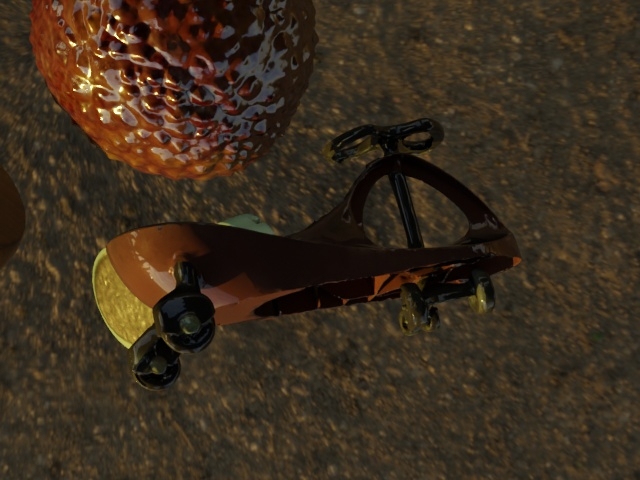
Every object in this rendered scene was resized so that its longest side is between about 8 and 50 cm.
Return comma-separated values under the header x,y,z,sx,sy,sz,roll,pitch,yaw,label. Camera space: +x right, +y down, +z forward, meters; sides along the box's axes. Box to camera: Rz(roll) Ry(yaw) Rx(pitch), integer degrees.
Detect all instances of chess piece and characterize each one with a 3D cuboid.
x,y,z,sx,sy,sz,roll,pitch,yaw,label
-0.072,0.017,0.571,0.103,0.067,0.067,-25,110,-45,chess piece

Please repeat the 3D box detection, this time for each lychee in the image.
x,y,z,sx,sy,sz,roll,pitch,yaw,label
-0.125,-0.179,0.895,0.261,0.260,0.260,-3,102,-13,lychee

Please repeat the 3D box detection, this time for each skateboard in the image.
x,y,z,sx,sy,sz,roll,pitch,yaw,label
0.000,0.000,0.357,0.151,0.067,0.080,-7,73,-22,skateboard

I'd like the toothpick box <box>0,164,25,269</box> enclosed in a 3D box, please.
x,y,z,sx,sy,sz,roll,pitch,yaw,label
-0.432,0.027,0.958,0.294,0.192,0.192,-33,109,19,toothpick box
